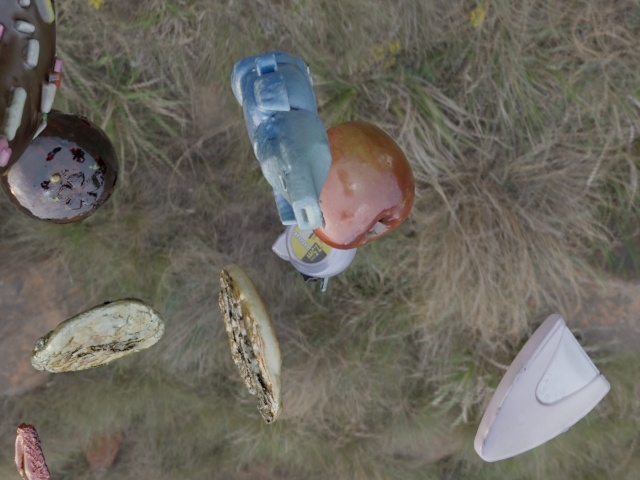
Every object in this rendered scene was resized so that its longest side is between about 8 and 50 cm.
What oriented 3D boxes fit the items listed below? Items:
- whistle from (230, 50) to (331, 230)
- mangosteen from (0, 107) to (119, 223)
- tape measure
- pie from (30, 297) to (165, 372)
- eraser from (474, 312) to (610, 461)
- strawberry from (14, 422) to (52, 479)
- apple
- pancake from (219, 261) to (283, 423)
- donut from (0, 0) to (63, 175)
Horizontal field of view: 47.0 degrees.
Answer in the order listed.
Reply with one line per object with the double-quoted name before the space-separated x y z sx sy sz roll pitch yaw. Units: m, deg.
"whistle" -0.041 -0.119 0.788 0.093 0.269 0.180 -11 138 -3
"mangosteen" -0.375 -0.107 1.040 0.172 0.184 0.173 -16 114 -40
"tape measure" 0.000 0.004 1.733 0.196 0.178 0.105 -48 155 18
"pie" -0.551 0.246 1.824 0.338 0.077 0.339 -21 157 -10
"eraser" 0.335 0.253 1.184 0.243 0.059 0.204 -43 121 -2
"strawberry" -0.546 0.413 1.387 0.048 0.103 0.152 -26 115 -33
"apple" 0.049 -0.080 1.102 0.181 0.181 0.168 -42 75 26
"pancake" -0.155 0.228 1.647 0.071 0.382 0.383 -15 130 -14
"donut" -0.229 -0.134 0.380 0.103 0.270 0.270 -3 129 12
